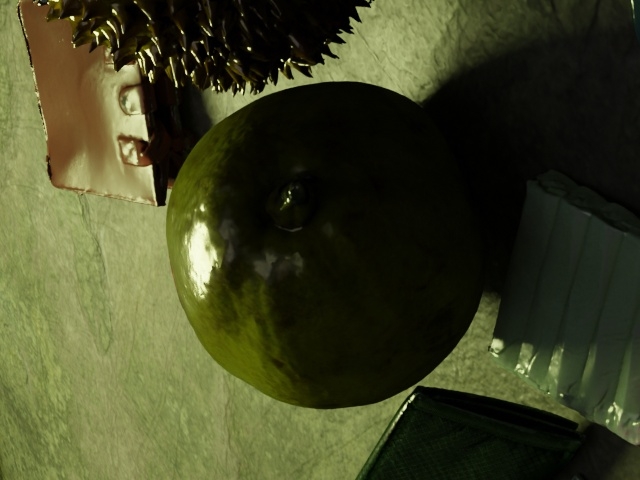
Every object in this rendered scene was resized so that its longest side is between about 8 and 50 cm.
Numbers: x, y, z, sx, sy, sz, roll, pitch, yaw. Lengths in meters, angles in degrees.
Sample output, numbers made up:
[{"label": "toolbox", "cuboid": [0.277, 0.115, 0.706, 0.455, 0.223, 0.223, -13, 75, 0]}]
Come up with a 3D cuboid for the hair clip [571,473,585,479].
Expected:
[{"label": "hair clip", "cuboid": [0.250, 0.255, 1.117, 0.115, 0.039, 0.030, 40, 142, 32]}]

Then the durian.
[{"label": "durian", "cuboid": [-0.107, -0.306, 1.037, 0.384, 0.348, 0.347, 58, 145, 9]}]

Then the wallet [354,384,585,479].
[{"label": "wallet", "cuboid": [0.122, 0.214, 1.185, 0.236, 0.160, 0.055, 115, 166, -46]}]

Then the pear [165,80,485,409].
[{"label": "pear", "cuboid": [0.000, 0.000, 1.081, 0.287, 0.287, 0.375, 61, 180, 12]}]

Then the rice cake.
[{"label": "rice cake", "cuboid": [0.220, 0.057, 1.053, 0.189, 0.037, 0.198, 32, 132, 42]}]

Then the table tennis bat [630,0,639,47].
[{"label": "table tennis bat", "cuboid": [0.319, -0.170, 0.795, 0.329, 0.044, 0.215, -16, 92, 58]}]

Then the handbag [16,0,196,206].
[{"label": "handbag", "cuboid": [-0.258, -0.182, 1.558, 0.275, 0.084, 0.260, 14, 115, 50]}]
